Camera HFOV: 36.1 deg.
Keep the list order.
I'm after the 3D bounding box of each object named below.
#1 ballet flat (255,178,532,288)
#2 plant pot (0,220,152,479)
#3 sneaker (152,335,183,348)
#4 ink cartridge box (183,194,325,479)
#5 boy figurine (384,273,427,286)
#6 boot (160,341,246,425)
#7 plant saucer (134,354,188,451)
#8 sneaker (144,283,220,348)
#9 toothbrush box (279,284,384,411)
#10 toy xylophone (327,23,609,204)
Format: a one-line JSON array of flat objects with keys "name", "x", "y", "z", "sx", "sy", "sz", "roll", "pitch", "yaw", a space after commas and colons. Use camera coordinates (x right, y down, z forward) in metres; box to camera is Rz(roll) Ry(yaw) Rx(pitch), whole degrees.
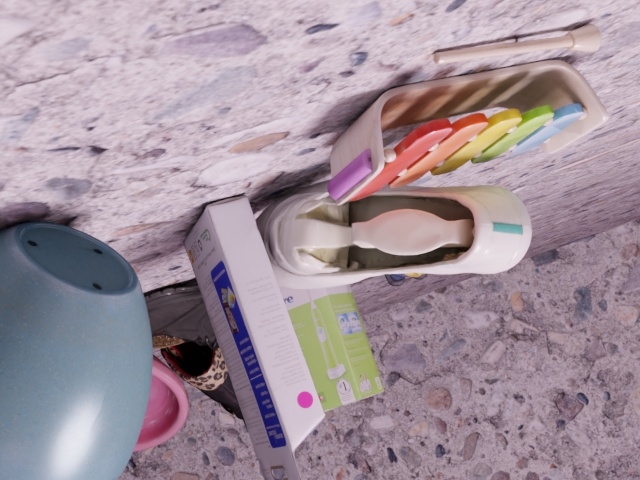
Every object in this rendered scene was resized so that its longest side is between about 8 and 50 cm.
[{"name": "ballet flat", "x": 0.046, "y": -0.012, "z": 1.166, "sx": 0.400, "sy": 0.139, "sz": 0.139, "roll": -3, "pitch": -179, "yaw": 33}, {"name": "plant pot", "x": -0.291, "y": 0.097, "z": 1.013, "sx": 0.290, "sy": 0.290, "sz": 0.195, "roll": -2, "pitch": 126, "yaw": -59}, {"name": "sneaker", "x": -0.236, "y": 0.134, "z": 1.783, "sx": 0.192, "sy": 0.064, "sz": 0.086, "roll": -25, "pitch": -169, "yaw": 2}, {"name": "ink cartridge box", "x": -0.078, "y": 0.142, "z": 1.241, "sx": 0.069, "sy": 0.371, "sz": 0.176, "roll": -15, "pitch": 171, "yaw": -20}, {"name": "boy figurine", "x": 0.201, "y": 0.027, "z": 1.977, "sx": 0.177, "sy": 0.092, "sz": 0.285, "roll": -16, "pitch": 170, "yaw": -13}, {"name": "boot", "x": -0.234, "y": 0.256, "z": 2.152, "sx": 0.138, "sy": 0.377, "sz": 0.284, "roll": -41, "pitch": 133, "yaw": 2}, {"name": "plant saucer", "x": -0.437, "y": 0.315, "z": 2.017, "sx": 0.332, "sy": 0.084, "sz": 0.332, "roll": -2, "pitch": 135, "yaw": -2}, {"name": "sneaker", "x": -0.212, "y": 0.133, "z": 1.674, "sx": 0.286, "sy": 0.130, "sz": 0.109, "roll": -19, "pitch": 173, "yaw": 10}, {"name": "toothbrush box", "x": -0.017, "y": 0.222, "z": 2.082, "sx": 0.206, "sy": 0.283, "sz": 0.122, "roll": -24, "pitch": 170, "yaw": 27}, {"name": "toy xylophone", "x": 0.160, "y": -0.128, "z": 1.032, "sx": 0.323, "sy": 0.081, "sz": 0.236, "roll": -16, "pitch": 170, "yaw": -18}]
